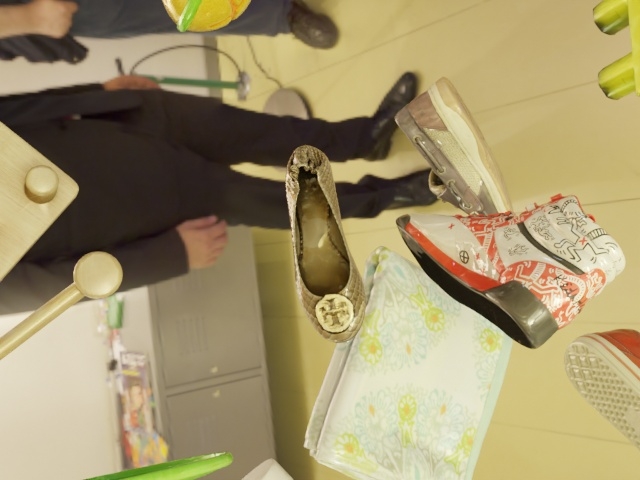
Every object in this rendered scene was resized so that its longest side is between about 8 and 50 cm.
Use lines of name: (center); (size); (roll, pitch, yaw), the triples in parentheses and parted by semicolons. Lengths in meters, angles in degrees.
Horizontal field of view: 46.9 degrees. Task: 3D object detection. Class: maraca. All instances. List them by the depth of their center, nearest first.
maraca: (-0.111, -0.293, 0.781); (0.127, 0.099, 0.185); (-43, 25, 43)

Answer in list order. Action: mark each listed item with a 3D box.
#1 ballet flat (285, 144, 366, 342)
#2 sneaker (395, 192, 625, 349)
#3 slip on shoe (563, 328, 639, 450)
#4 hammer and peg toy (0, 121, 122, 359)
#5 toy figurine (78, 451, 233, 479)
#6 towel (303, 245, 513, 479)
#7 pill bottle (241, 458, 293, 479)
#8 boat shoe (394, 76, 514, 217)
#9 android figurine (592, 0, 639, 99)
ballet flat: (0.000, 0.000, 0.898); (0.084, 0.058, 0.250); (-11, 77, 9)
sneaker: (0.200, 0.004, 0.800); (0.090, 0.145, 0.270); (56, 173, -30)
slip on shoe: (0.433, 0.226, 0.858); (0.331, 0.101, 0.123); (51, 150, 36)
hammer and peg toy: (-0.414, -0.008, 0.836); (0.361, 0.266, 0.127); (41, 159, -12)
toy figurine: (-0.116, 0.202, 0.363); (0.130, 0.173, 0.159); (143, 118, -62)
towel: (0.161, 0.243, 1.239); (0.090, 0.320, 0.374); (-10, 54, 54)
pill bottle: (-0.013, 0.361, 0.812); (0.229, 0.131, 0.131); (48, 137, 1)
boat shoe: (0.189, -0.094, 0.996); (0.092, 0.285, 0.103); (-23, 45, 18)
android figurine: (0.386, -0.249, 0.736); (0.273, 0.056, 0.248); (154, 121, -64)
